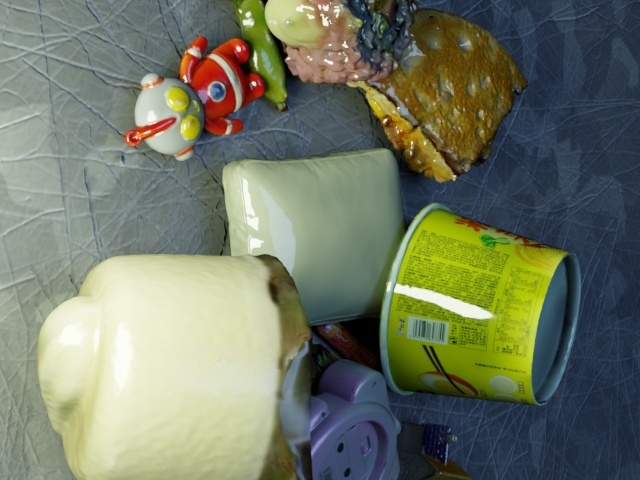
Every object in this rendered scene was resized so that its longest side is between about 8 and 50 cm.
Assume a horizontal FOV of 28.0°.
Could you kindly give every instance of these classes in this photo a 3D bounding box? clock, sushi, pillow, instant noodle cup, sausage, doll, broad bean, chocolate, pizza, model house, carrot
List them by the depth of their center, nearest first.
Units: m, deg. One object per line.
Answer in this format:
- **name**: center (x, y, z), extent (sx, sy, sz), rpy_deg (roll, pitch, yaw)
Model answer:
- **chocolate**: center (-0.187, 0.177, 1.521), extent (0.297, 0.314, 0.326), rpy_deg (-4, 96, -19)
- **doll**: center (-0.172, -0.186, 1.715), extent (0.245, 0.076, 0.142), rpy_deg (-39, 112, -42)
- **sushi**: center (0.013, -0.352, 1.794), extent (0.236, 0.171, 0.270), rpy_deg (-53, 136, -38)
- **clock**: center (0.008, 0.314, 1.798), extent (0.248, 0.090, 0.227), rpy_deg (-37, 129, -36)
- **carrot**: center (-0.065, 0.173, 1.798), extent (0.229, 0.069, 0.069), rpy_deg (10, 80, -41)
- **broad bean**: center (-0.089, -0.277, 1.815), extent (0.070, 0.048, 0.213), rpy_deg (-40, 112, -38)
- **pillow**: center (0.000, 0.000, 1.826), extent (0.322, 0.120, 0.255), rpy_deg (-7, 92, -43)
- **sausage**: center (0.034, 0.150, 1.907), extent (0.129, 0.034, 0.034), rpy_deg (44, 59, -32)
- **instant noodle cup**: center (0.248, 0.111, 1.912), extent (0.311, 0.221, 0.311), rpy_deg (-39, 135, -53)
- **model house**: center (0.179, 0.334, 1.981), extent (0.088, 0.100, 0.100), rpy_deg (19, 74, -40)
- **pizza**: center (0.191, -0.231, 2.028), extent (0.409, 0.114, 0.277), rpy_deg (-13, 95, -42)
